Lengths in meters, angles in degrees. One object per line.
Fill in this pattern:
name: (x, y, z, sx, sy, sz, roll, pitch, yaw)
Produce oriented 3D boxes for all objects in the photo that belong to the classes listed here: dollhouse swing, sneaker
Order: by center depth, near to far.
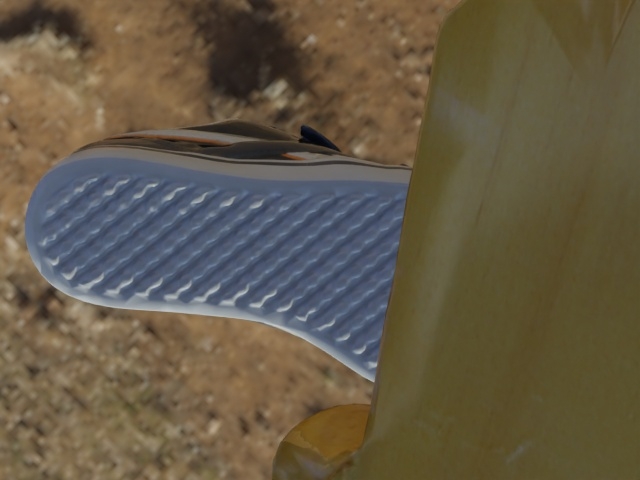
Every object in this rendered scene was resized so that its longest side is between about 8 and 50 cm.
dollhouse swing: (0.188, 0.108, 0.526, 0.347, 0.315, 0.305, 37, 112, 45)
sneaker: (0.000, 0.000, 0.982, 0.321, 0.127, 0.126, 15, 104, -1)
